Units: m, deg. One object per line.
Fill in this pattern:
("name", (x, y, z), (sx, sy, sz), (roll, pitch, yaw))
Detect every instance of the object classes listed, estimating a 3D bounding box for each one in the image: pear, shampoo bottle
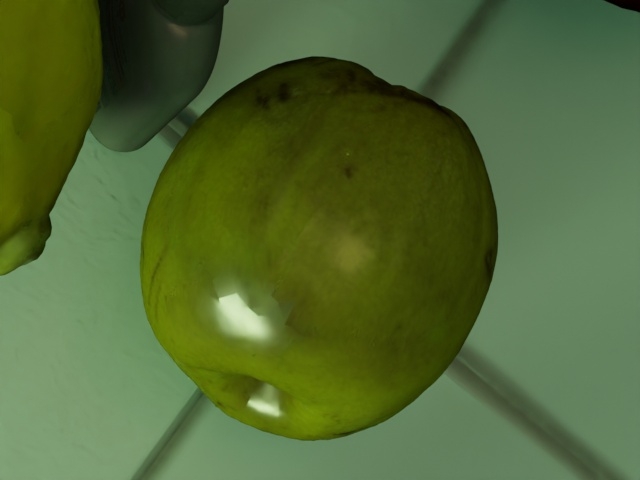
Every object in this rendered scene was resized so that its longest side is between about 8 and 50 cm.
("pear", (0.000, 0.000, 0.757), (0.149, 0.149, 0.162), (27, 75, -14))
("shampoo bottle", (-0.066, -0.091, 0.739), (0.040, 0.165, 0.080), (-1, 79, -21))

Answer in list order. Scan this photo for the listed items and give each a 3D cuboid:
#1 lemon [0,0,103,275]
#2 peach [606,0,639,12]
("lemon", (-0.208, -0.093, 0.653), (0.288, 0.233, 0.233), (44, 67, -6))
("peach", (0.174, -0.269, 0.782), (0.310, 0.335, 0.406), (-46, 103, -5))
